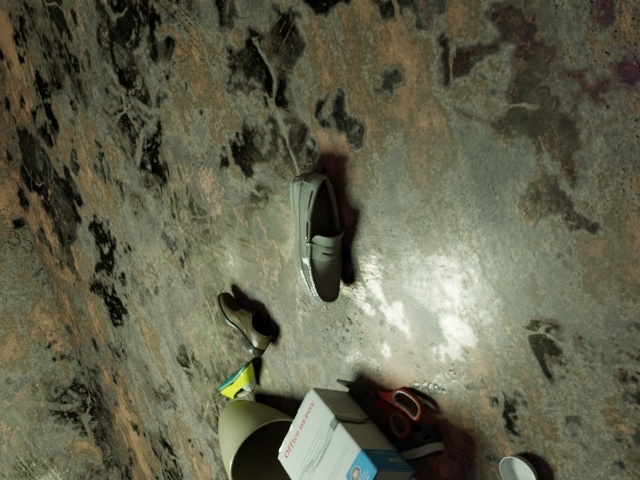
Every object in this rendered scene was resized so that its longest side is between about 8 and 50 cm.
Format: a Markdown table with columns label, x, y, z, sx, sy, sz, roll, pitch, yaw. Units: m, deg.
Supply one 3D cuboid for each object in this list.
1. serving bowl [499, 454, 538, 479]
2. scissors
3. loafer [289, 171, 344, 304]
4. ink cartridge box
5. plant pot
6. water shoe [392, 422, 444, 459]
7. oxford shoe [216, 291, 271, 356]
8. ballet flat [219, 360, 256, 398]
| label | x | y | z | sx | sy | sz | roll | pitch | yaw |
| --- | --- | --- | --- | --- | --- | --- | --- | --- | --- |
| serving bowl | 0.414 | 0.480 | 1.329 | 0.083 | 0.027 | 0.083 | 22 | 121 | 40 |
| scissors | 0.142 | 0.374 | 1.576 | 0.297 | 0.021 | 0.109 | 32 | 103 | 52 |
| loafer | 0.000 | 0.000 | 1.495 | 0.111 | 0.112 | 0.319 | 7 | 112 | 54 |
| ink cartridge box | 0.051 | 0.539 | 1.554 | 0.307 | 0.129 | 0.223 | 41 | 110 | 51 |
| plant pot | -0.194 | 0.586 | 1.892 | 0.274 | 0.256 | 0.256 | 22 | 124 | 59 |
| water shoe | 0.219 | 0.477 | 1.523 | 0.203 | 0.073 | 0.080 | -34 | 54 | 50 |
| oxford shoe | -0.214 | 0.221 | 1.862 | 0.227 | 0.083 | 0.096 | 45 | 116 | 23 |
| ballet flat | -0.242 | 0.440 | 1.991 | 0.077 | 0.077 | 0.231 | 41 | 140 | -3 |
